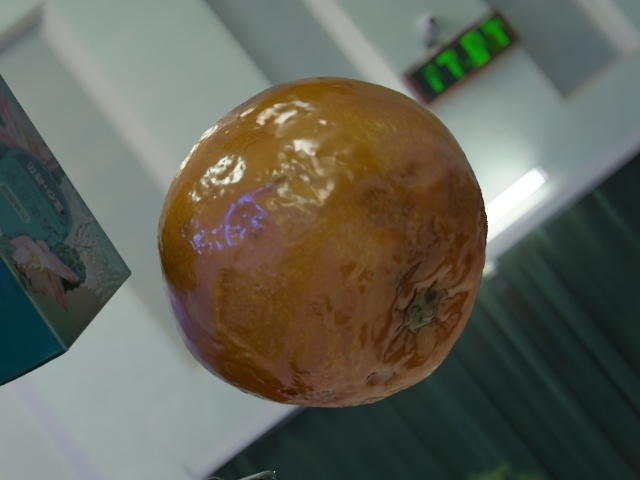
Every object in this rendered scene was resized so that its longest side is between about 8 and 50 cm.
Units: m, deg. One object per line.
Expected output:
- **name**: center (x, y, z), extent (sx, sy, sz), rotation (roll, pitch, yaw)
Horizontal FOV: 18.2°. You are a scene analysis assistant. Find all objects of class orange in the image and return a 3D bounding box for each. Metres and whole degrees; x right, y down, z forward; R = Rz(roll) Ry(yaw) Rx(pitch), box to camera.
- **orange**: center (0.000, 0.000, 1.539), extent (0.261, 0.261, 0.261), rotation (-37, -8, -6)

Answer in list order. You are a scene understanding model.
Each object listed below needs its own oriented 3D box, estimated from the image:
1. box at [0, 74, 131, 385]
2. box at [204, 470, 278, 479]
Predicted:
- **box**: center (-0.267, -0.026, 1.543), extent (0.092, 0.245, 0.153), rotation (-26, 15, 24)
- **box**: center (-0.196, 0.314, 1.661), extent (0.350, 0.091, 0.359), rotation (-31, -6, -19)
